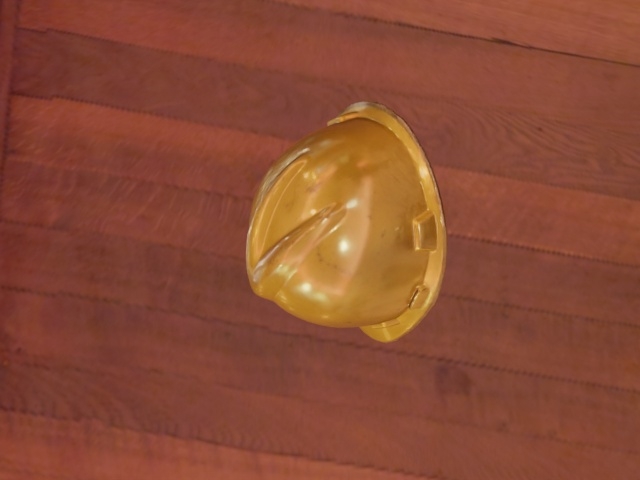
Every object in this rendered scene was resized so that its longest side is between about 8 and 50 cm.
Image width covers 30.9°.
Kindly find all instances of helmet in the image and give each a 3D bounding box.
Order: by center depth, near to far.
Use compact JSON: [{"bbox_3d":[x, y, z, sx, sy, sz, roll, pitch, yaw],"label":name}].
[{"bbox_3d":[0.000,0.000,1.058,0.140,0.205,0.257,-15,146,-29],"label":"helmet"}]
